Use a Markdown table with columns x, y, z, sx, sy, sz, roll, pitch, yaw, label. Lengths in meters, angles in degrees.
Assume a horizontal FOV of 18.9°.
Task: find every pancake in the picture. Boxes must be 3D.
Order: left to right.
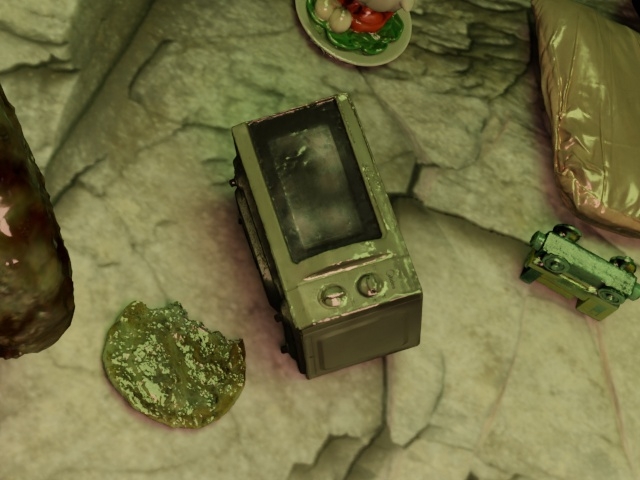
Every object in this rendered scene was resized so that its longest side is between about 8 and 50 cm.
| x | y | z | sx | sy | sz | roll | pitch | yaw | label |
| --- | --- | --- | --- | --- | --- | --- | --- | --- | --- |
| -0.128 | 0.110 | 1.680 | 0.129 | 0.022 | 0.116 | 31 | 57 | -7 | pancake |

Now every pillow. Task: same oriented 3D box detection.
| x | y | z | sx | sy | sz | roll | pitch | yaw | label |
| --- | --- | --- | --- | --- | --- | --- | --- | --- | --- |
| 0.305 | -0.122 | 1.986 | 0.173 | 0.067 | 0.270 | 12 | 58 | -25 | pillow |

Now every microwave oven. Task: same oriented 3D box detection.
| x | y | z | sx | sy | sz | roll | pitch | yaw | label |
| --- | --- | --- | --- | --- | --- | --- | --- | --- | --- |
| 0.000 | 0.000 | 1.715 | 0.129 | 0.163 | 0.205 | -16 | 68 | -6 | microwave oven |

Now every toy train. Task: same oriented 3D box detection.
| x | y | z | sx | sy | sz | roll | pitch | yaw | label |
| --- | --- | --- | --- | --- | --- | --- | --- | --- | --- |
| 0.252 | 0.030 | 1.866 | 0.122 | 0.081 | 0.050 | 28 | 63 | -7 | toy train |

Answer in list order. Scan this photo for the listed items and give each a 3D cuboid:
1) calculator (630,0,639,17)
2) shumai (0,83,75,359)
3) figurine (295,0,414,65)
| x | y | z | sx | sy | sz | roll | pitch | yaw | label |
| --- | --- | --- | --- | --- | --- | --- | --- | --- | --- |
| 0.376 | -0.238 | 2.088 | 0.103 | 0.024 | 0.166 | 4 | 55 | -55 | calculator |
| -0.400 | -0.034 | 1.464 | 0.348 | 0.395 | 0.395 | -21 | 72 | -11 | shumai |
| 0.057 | -0.260 | 1.895 | 0.132 | 0.153 | 0.132 | 11 | 59 | -19 | figurine |
